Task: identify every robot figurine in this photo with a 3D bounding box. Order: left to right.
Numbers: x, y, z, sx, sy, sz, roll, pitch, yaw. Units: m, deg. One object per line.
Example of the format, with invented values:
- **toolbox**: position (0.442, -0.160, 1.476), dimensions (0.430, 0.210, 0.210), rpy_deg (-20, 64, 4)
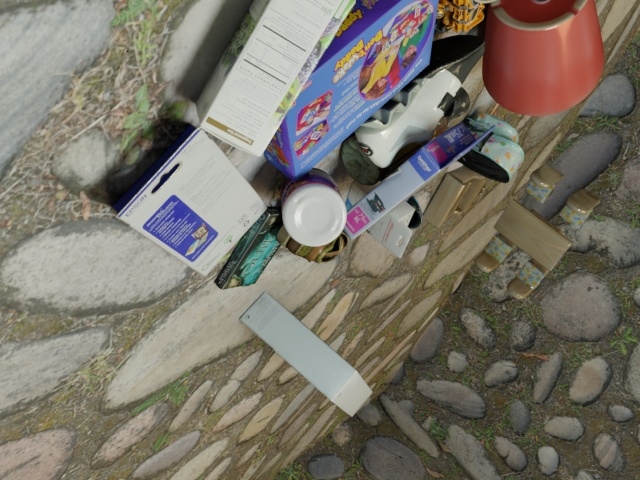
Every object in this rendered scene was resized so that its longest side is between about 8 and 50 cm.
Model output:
- **robot figurine**: position (0.310, -0.502, 1.295), dimensions (0.291, 0.085, 0.211), rpy_deg (-47, 159, -8)

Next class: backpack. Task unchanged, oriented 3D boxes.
- **backpack**: position (0.461, -0.247, 1.926), dimensions (0.144, 0.188, 0.166), rpy_deg (-48, 160, -4)

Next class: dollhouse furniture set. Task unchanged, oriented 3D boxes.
- **dollhouse furniture set**: position (0.559, -0.059, 2.169), dimensions (0.256, 0.394, 0.362), rpy_deg (-26, 150, -47)

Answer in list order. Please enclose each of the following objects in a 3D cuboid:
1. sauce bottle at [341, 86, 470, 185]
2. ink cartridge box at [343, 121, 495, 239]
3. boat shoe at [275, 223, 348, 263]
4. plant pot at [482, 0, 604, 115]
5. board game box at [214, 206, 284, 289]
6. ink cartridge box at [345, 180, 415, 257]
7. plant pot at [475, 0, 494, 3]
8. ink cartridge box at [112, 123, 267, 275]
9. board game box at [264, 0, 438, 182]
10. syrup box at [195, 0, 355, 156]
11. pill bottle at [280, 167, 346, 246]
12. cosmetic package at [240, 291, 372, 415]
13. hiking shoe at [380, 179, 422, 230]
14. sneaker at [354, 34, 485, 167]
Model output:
- **sauce bottle**: position (0.190, -0.232, 1.494), dimensions (0.344, 0.111, 0.111), rpy_deg (-34, 155, -35)
- **ink cartridge box**: position (0.185, -0.128, 1.390), dimensions (0.311, 0.065, 0.186), rpy_deg (-37, 179, 42)
- **boat shoe**: position (0.000, 0.000, 1.471), dimensions (0.111, 0.104, 0.307), rpy_deg (-55, 171, 15)
- **plant pot**: position (0.470, -0.445, 1.515), dimensions (0.275, 0.275, 0.243), rpy_deg (-47, 151, -7)
- **board game box**: position (-0.123, 0.015, 1.404), dimensions (0.186, 0.026, 0.126), rpy_deg (-56, 160, 18)
- **ink cartridge box**: position (0.144, -0.056, 1.612), dimensions (0.060, 0.180, 0.104), rpy_deg (-35, 156, -34)
- **plant pot**: position (0.258, -0.506, 0.989), dimensions (0.284, 0.191, 0.284), rpy_deg (-36, 166, -11)
- **ink cartridge box**: position (-0.194, -0.060, 1.065), dimensions (0.165, 0.065, 0.333), rpy_deg (-47, 162, -5)
- **board game box**: position (0.046, -0.281, 1.149), dimensions (0.347, 0.078, 0.233), rpy_deg (-43, 159, -17)
- **syrup box**: position (-0.065, -0.238, 0.916), dimensions (0.096, 0.093, 0.237), rpy_deg (25, 110, -24)
- **pill bottle**: position (-0.017, -0.069, 1.256), dimensions (0.108, 0.108, 0.193), rpy_deg (-54, -165, 12)
- **cosmetic package**: position (-0.022, 0.289, 1.737), dimensions (0.097, 0.284, 0.377), rpy_deg (-46, 161, -8)
- **hiking shoe**: position (0.193, -0.059, 1.782), dimensions (0.113, 0.132, 0.304), rpy_deg (-49, 160, 1)
- **sneaker**: position (0.193, -0.267, 1.359), dimensions (0.330, 0.122, 0.146), rpy_deg (-39, 130, -16)
